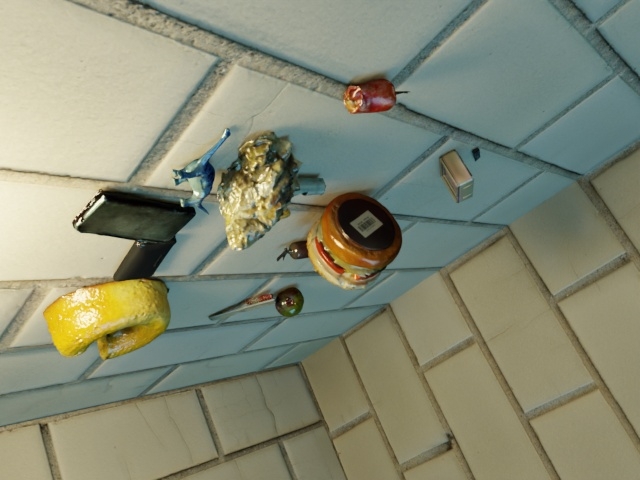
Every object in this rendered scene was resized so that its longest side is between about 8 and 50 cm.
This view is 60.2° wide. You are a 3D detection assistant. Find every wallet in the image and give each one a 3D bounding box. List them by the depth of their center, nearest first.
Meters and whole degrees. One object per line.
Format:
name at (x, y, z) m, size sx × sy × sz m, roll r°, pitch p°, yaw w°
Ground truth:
wallet at (-0.516, -0.061, 1.548) m, size 0.172 × 0.045 × 0.318 m, roll -39°, pitch 154°, yaw 26°
wallet at (-0.562, 0.056, 1.779) m, size 0.149 × 0.044 × 0.250 m, roll -8°, pitch 153°, yaw -46°

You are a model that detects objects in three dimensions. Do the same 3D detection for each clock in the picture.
clock at (0.523, -0.241, 2.121) m, size 0.071 × 0.147 × 0.192 m, roll -27°, pitch 159°, yaw 4°

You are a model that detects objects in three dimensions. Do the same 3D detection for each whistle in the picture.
whistle at (-0.119, -0.165, 1.716) m, size 0.312 × 0.062 × 0.062 m, roll -6°, pitch 152°, yaw -39°

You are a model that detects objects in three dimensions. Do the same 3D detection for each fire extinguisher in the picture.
fire extinguisher at (-0.052, 0.040, 2.251) m, size 0.268 × 0.072 × 0.089 m, roll -9°, pitch 147°, yaw -37°

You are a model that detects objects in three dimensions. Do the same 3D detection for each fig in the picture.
fig at (-0.148, 0.299, 2.741) m, size 0.149 × 0.149 × 0.245 m, roll -25°, pitch 178°, yaw 0°

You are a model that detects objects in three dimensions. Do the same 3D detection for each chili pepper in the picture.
chili pepper at (0.161, -0.388, 1.476) m, size 0.192 × 0.084 × 0.086 m, roll -13°, pitch -171°, yaw -22°

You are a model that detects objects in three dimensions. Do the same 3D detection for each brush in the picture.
brush at (-0.368, 0.312, 2.592) m, size 0.321 × 0.050 × 0.060 m, roll -17°, pitch 161°, yaw 0°

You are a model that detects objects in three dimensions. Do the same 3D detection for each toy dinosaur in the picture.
toy dinosaur at (-0.333, -0.164, 1.471) m, size 0.144 × 0.076 × 0.329 m, roll -18°, pitch 148°, yaw -35°

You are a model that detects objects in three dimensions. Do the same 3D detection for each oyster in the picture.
oyster at (-0.171, -0.130, 1.566) m, size 0.238 × 0.115 × 0.351 m, roll 22°, pitch 101°, yaw -34°

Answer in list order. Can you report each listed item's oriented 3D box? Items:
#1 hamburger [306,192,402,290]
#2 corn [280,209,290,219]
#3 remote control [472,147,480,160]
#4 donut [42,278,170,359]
hamburger at (0.121, 0.007, 2.024) m, size 0.330 × 0.330 × 0.250 m, roll -10°, pitch 148°, yaw -33°
corn at (-0.145, -0.088, 1.903) m, size 0.092 × 0.037 × 0.037 m, roll -14°, pitch 156°, yaw -31°
remote control at (0.612, -0.339, 2.171) m, size 0.034 × 0.016 × 0.091 m, roll -44°, pitch 157°, yaw 5°
donut at (-0.722, 0.286, 1.974) m, size 0.378 × 0.163 × 0.435 m, roll -29°, pitch 158°, yaw 8°
